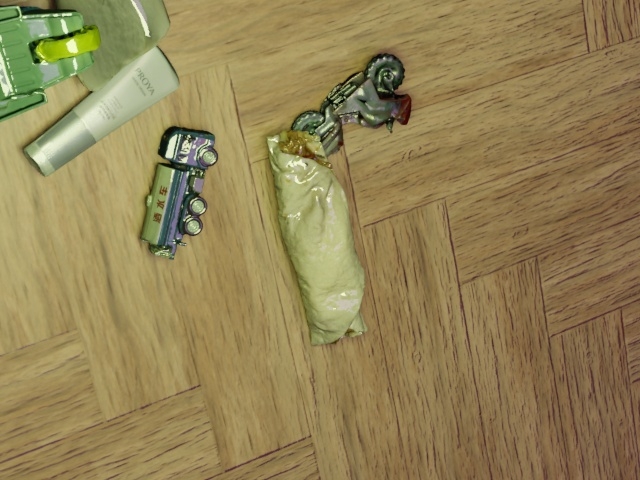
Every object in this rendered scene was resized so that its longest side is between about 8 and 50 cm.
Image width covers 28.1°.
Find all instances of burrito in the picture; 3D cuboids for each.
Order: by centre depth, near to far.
[{"bbox_3d":[0.000,0.000,2.058,0.117,0.076,0.392,-13,115,0],"label":"burrito"}]

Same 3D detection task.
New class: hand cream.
[{"bbox_3d":[-0.320,-0.189,1.875,0.255,0.048,0.079,-39,116,-13],"label":"hand cream"}]

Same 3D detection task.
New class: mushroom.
[{"bbox_3d":[-0.336,-0.382,1.775,0.159,0.122,0.329,-40,117,-22],"label":"mushroom"}]

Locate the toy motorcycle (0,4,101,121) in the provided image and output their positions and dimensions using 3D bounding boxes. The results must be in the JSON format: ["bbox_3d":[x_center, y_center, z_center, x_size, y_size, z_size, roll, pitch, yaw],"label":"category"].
[{"bbox_3d":[-0.461,-0.244,1.720,0.326,0.200,0.191,-16,111,-10],"label":"toy motorcycle"}]

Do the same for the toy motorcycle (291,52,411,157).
[{"bbox_3d":[0.058,-0.201,2.045,0.213,0.082,0.122,-37,111,1],"label":"toy motorcycle"}]

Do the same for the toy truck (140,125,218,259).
[{"bbox_3d":[-0.220,-0.074,1.949,0.088,0.074,0.202,11,99,-19],"label":"toy truck"}]
